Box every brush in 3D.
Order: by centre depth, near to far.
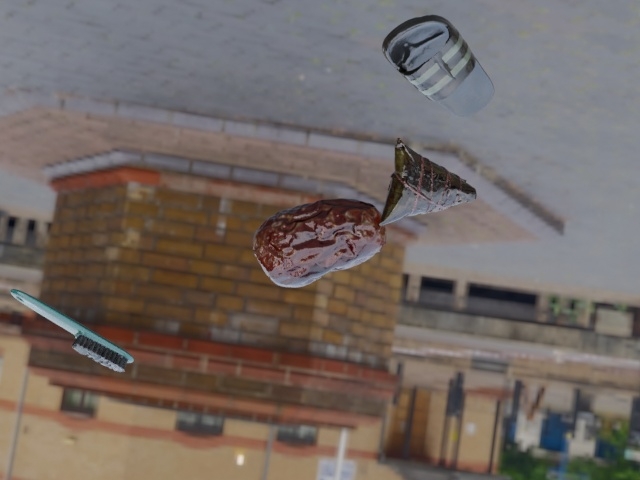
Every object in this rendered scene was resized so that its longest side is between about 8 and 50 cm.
[{"bbox_3d":[-0.343,0.126,1.665,0.193,0.032,0.043,32,153,-16],"label":"brush"}]

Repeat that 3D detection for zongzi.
[{"bbox_3d":[0.084,-0.057,1.070,0.083,0.073,0.067,-15,-163,-30],"label":"zongzi"}]

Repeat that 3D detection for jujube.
[{"bbox_3d":[0.000,0.000,1.148,0.129,0.077,0.077,-14,166,17],"label":"jujube"}]

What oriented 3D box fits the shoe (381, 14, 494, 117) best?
[{"bbox_3d":[0.132,-0.165,1.231,0.071,0.049,0.179,-40,143,13],"label":"shoe"}]
